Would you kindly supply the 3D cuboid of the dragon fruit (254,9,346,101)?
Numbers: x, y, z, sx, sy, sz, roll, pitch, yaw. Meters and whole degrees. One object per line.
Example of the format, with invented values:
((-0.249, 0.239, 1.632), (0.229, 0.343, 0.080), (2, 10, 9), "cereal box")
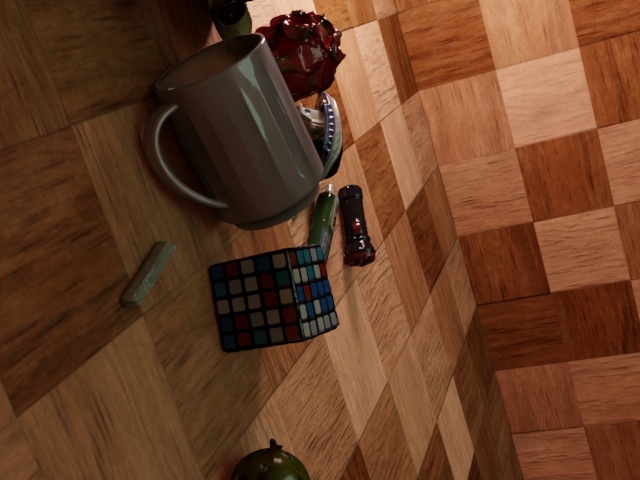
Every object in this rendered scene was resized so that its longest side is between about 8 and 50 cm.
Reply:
((-0.082, -0.441, 1.961), (0.293, 0.233, 0.234), (-19, 98, -31), "dragon fruit")

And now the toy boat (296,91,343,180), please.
((-0.013, -0.276, 2.150), (0.115, 0.114, 0.262), (1, 76, -28), "toy boat")

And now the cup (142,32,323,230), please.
((-0.175, -0.181, 1.577), (0.323, 0.236, 0.327), (-42, 123, -31), "cup")

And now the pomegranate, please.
((-0.109, 0.483, 1.512), (0.220, 0.156, 0.156), (-56, 139, -18), "pomegranate")

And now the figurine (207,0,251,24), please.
((-0.254, -0.546, 1.474), (0.370, 0.281, 0.167), (46, 19, 14), "figurine")

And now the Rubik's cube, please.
((-0.093, 0.117, 1.645), (0.182, 0.187, 0.184), (-5, 81, -67), "Rubik's cube")

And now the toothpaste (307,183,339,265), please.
((0.000, 0.000, 2.083), (0.099, 0.061, 0.392), (73, 21, -48), "toothpaste")

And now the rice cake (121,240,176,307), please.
((-0.291, 0.053, 1.396), (0.171, 0.033, 0.029), (-68, 141, -53), "rice cake")

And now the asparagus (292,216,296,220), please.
((-0.047, -0.096, 2.081), (0.013, 0.016, 0.166), (53, 32, -19), "asparagus")

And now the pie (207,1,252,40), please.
((-0.213, -0.554, 1.688), (0.323, 0.070, 0.323), (163, -90, -84), "pie")

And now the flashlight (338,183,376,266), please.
((0.099, -0.045, 2.309), (0.093, 0.092, 0.232), (27, 52, -62), "flashlight")
